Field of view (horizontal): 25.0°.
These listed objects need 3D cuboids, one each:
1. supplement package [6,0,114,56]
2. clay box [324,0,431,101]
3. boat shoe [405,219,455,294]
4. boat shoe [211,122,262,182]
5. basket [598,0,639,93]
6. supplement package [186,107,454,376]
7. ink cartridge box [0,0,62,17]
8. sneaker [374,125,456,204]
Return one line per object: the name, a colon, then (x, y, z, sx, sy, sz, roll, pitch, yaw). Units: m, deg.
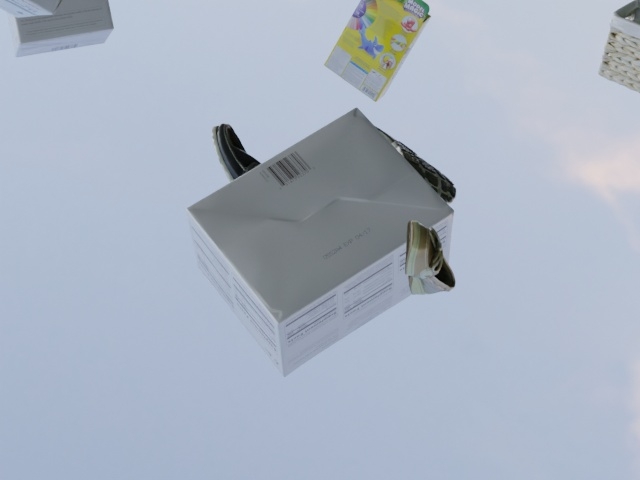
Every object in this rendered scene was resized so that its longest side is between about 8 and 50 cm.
supplement package: (-0.498, -0.502, 2.637, 0.177, 0.293, 0.175, -11, -178, -14)
clay box: (0.114, -0.388, 2.719, 0.127, 0.222, 0.053, 36, -150, 7)
boat shoe: (0.114, 0.020, 1.500, 0.048, 0.153, 0.056, 2, -113, 8)
boat shoe: (-0.104, -0.101, 2.424, 0.233, 0.079, 0.084, 60, -162, -5)
basket: (0.510, -0.274, 2.144, 0.167, 0.103, 0.113, 28, -146, 21)
supplement package: (0.000, 0.000, 1.795, 0.261, 0.145, 0.204, -32, -118, -17)
ink cartridge box: (-0.469, -0.405, 2.146, 0.153, 0.087, 0.208, 28, 173, -26)
sneaker: (0.119, -0.082, 2.233, 0.107, 0.118, 0.279, 30, -171, -24)
